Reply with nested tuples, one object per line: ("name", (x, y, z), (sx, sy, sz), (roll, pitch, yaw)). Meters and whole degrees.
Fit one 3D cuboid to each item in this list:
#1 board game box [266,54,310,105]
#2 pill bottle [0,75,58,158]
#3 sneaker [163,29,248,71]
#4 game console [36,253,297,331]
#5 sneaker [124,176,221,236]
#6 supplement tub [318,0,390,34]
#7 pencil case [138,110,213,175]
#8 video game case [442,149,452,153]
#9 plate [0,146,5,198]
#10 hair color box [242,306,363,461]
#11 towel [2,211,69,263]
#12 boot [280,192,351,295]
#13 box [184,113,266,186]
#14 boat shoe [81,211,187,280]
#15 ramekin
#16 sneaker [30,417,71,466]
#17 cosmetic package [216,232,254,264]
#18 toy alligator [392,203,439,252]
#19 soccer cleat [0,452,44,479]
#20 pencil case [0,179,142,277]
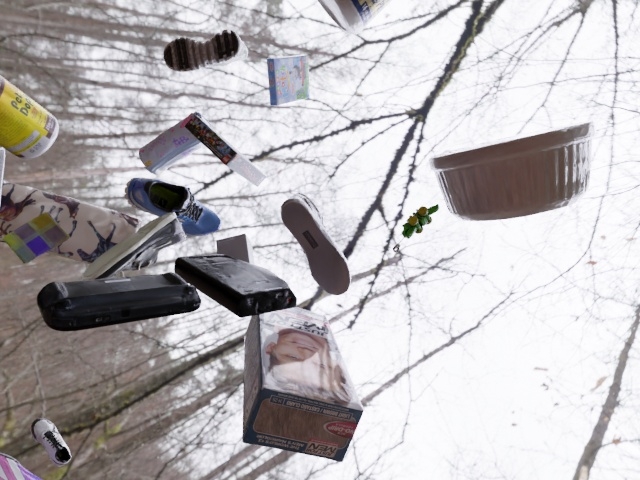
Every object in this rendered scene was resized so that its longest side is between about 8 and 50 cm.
("board game box", (-0.116, -0.603, 1.582), (0.039, 0.211, 0.160), (16, -58, 31))
("pill bottle", (-0.645, -0.263, 0.830), (0.117, 0.215, 0.117), (-7, -114, 16))
("sneaker", (-0.378, -0.611, 1.394), (0.291, 0.118, 0.110), (0, -79, 15))
("game console", (-0.224, 0.074, 0.654), (0.213, 0.361, 0.044), (19, -75, 44))
("sneaker", (-0.451, -0.099, 1.363), (0.147, 0.330, 0.130), (3, -107, 42))
("supplement tub", (0.140, -0.779, 1.191), (0.316, 0.228, 0.228), (-42, -114, 10))
("pencil case", (-0.499, -0.336, 1.481), (0.273, 0.113, 0.124), (-27, -120, 12))
("video game case", (0.384, -0.159, 1.077), (0.022, 0.190, 0.173), (-41, -84, 15))
("plate", (-0.648, -0.004, 0.701), (0.045, 0.278, 0.277), (30, -50, -14))
("hair color box", (-0.051, 0.239, 0.805), (0.347, 0.173, 0.105), (-122, -129, -72))
("towel", (-0.494, -0.005, 0.736), (0.009, 0.083, 0.060), (8, -49, 56))
("boot", (0.000, 0.000, 1.019), (0.095, 0.123, 0.258), (-25, -77, 17))
("box", (-0.250, -0.237, 1.153), (0.159, 0.233, 0.044), (44, -87, 12))
("boat shoe", (-0.368, 0.027, 0.860), (0.084, 0.233, 0.079), (-4, -61, 35))
("ramekin", (0.342, -0.120, 0.764), (0.272, 0.272, 0.127), (-3, -76, 46))
("sneaker", (-0.525, 0.394, 0.831), (0.043, 0.040, 0.109), (-23, -79, 40))
("cosmetic package", (-0.317, 0.104, 1.609), (0.107, 0.127, 0.238), (76, -1, -64))
("toy alligator", (0.263, -0.045, 1.221), (0.189, 0.056, 0.051), (-44, -136, -2))
("soccer cleat", (-0.537, 0.450, 0.720), (0.318, 0.109, 0.116), (29, -22, -9))
("pencil case", (-0.696, -0.029, 1.118), (0.160, 0.410, 0.184), (-34, -134, 47))
